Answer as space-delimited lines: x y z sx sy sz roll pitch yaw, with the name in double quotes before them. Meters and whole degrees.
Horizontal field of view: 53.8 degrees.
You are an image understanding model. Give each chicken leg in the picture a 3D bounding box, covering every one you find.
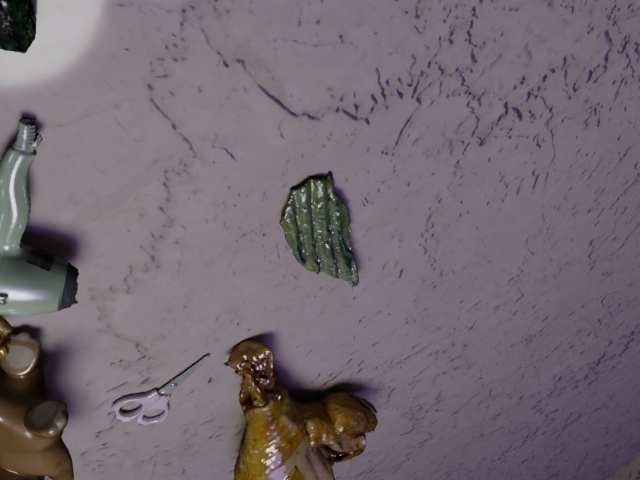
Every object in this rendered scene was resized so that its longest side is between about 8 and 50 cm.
"chicken leg" -0.040 0.314 1.075 0.295 0.182 0.410 -21 121 -15

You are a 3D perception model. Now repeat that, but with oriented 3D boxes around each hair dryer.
"hair dryer" -0.383 -0.010 0.659 0.218 0.088 0.225 -8 122 -11

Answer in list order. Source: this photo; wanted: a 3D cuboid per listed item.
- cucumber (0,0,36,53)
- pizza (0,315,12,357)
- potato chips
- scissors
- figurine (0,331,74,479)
"cucumber" -0.278 -0.244 0.470 0.067 0.067 0.245 -18 135 -5
"pizza" -0.440 0.136 0.677 0.188 0.199 0.062 25 145 -37
"potato chips" 0.000 -0.001 0.852 0.091 0.028 0.208 -18 135 -4
"scissors" -0.241 0.234 0.989 0.189 0.015 0.100 -41 135 15
"figurine" -0.432 0.271 0.826 0.173 0.177 0.247 -18 152 -33
